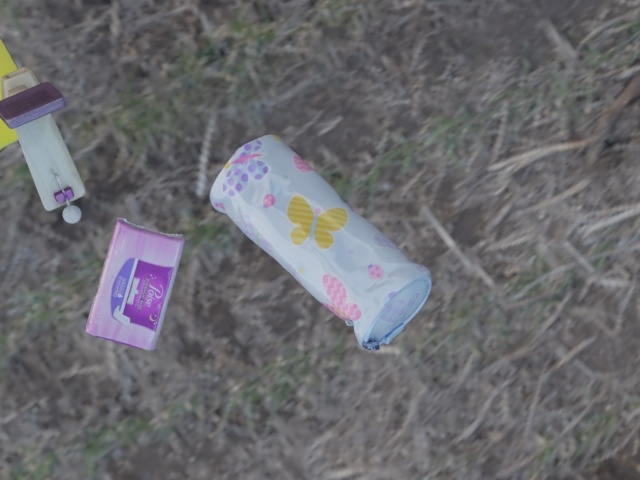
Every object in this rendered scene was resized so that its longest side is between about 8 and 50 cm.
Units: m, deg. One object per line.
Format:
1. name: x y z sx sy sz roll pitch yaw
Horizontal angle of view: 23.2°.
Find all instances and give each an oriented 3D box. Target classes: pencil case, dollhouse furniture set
1. pencil case: 0.000 0.000 1.754 0.113 0.124 0.273 -44 72 -9
2. dollhouse furniture set: -0.197 -0.036 0.910 0.091 0.114 0.081 38 150 60

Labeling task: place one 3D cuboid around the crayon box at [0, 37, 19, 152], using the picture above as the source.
1. crayon box: -0.409 -0.119 1.359 0.319 0.081 0.202 -26 102 10

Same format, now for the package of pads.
1. package of pads: -0.126 0.030 1.069 0.050 0.032 0.083 16 91 -8
